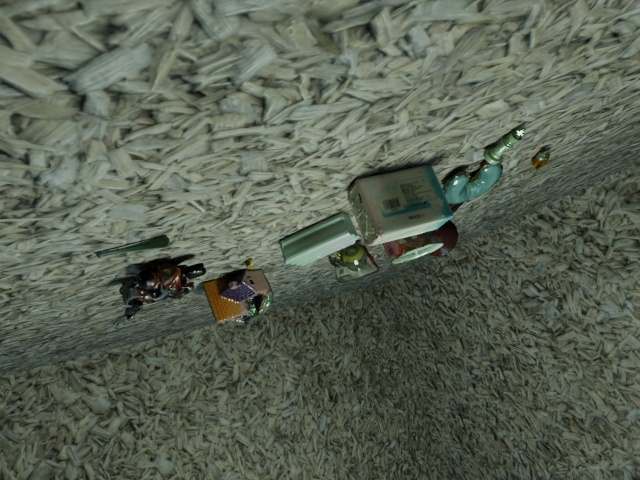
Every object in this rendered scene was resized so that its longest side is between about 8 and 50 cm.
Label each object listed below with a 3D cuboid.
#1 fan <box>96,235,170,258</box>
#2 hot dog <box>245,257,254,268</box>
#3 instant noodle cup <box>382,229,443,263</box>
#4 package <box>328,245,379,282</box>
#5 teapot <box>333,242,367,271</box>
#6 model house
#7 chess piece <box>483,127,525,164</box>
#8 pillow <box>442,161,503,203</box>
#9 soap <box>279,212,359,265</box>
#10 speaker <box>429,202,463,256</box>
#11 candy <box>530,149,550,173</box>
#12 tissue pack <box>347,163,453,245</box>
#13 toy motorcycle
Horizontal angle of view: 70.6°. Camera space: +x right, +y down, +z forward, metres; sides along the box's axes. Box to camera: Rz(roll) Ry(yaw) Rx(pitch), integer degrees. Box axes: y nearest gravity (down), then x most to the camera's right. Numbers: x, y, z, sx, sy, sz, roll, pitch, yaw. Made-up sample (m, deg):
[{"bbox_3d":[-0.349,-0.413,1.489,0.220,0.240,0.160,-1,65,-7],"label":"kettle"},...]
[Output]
[{"bbox_3d":[-0.514,0.022,1.243,0.193,0.038,0.016,-13,154,-13],"label":"fan"},{"bbox_3d":[-0.289,0.097,1.844,0.034,0.030,0.090,-15,166,-10],"label":"hot dog"},{"bbox_3d":[0.297,-0.060,1.577,0.243,0.231,0.243,-18,166,-5],"label":"instant noodle cup"},{"bbox_3d":[0.158,0.119,2.226,0.232,0.166,0.040,-17,150,-23],"label":"package"},{"bbox_3d":[0.145,0.077,2.151,0.165,0.130,0.119,8,148,28],"label":"teapot"},{"bbox_3d":[-0.370,0.254,1.990,0.237,0.202,0.237,-25,166,24],"label":"model house"},{"bbox_3d":[0.570,-0.298,1.388,0.059,0.059,0.149,-11,157,-29],"label":"chess piece"},{"bbox_3d":[0.548,-0.211,1.629,0.233,0.086,0.214,-20,162,-3],"label":"pillow"},{"bbox_3d":[0.000,0.000,1.705,0.289,0.095,0.173,-24,165,22],"label":"soap"},{"bbox_3d":[0.524,-0.063,2.001,0.259,0.198,0.329,-10,162,22],"label":"speaker"},{"bbox_3d":[0.831,-0.306,1.712,0.053,0.046,0.182,-17,162,7],"label":"candy"},{"bbox_3d":[0.240,-0.107,1.375,0.271,0.201,0.124,-13,159,-21],"label":"tissue pack"},{"bbox_3d":[-0.581,0.171,1.531,0.401,0.134,0.207,-27,164,27],"label":"toy motorcycle"}]
